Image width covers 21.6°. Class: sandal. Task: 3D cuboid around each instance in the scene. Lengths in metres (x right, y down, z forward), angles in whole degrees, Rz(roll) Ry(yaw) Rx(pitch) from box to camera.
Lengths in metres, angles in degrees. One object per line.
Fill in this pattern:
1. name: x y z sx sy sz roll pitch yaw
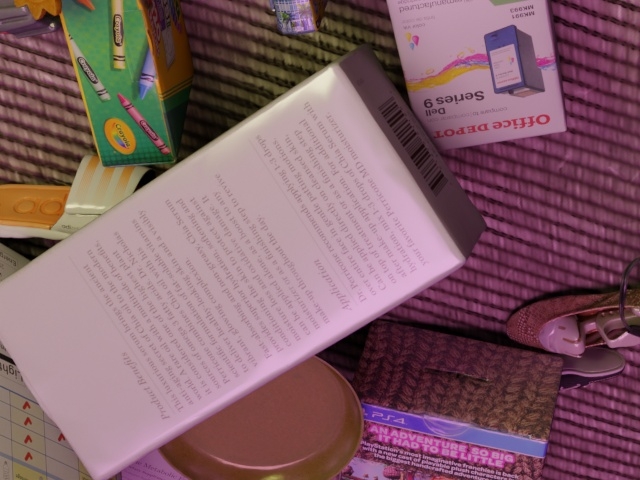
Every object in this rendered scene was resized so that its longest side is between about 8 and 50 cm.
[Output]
1. sandal: -0.269 -0.048 1.817 0.265 0.102 0.076 1 131 7

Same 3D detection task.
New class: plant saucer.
1. plant saucer: -0.071 0.192 1.865 0.241 0.037 0.241 1 128 2

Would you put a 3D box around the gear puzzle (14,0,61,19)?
1. gear puzzle: -0.331 -0.323 1.517 0.339 0.044 0.175 40 133 22

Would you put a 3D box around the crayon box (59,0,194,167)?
1. crayon box: -0.193 -0.230 1.620 0.081 0.165 0.278 -5 129 7

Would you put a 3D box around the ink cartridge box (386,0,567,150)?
1. ink cartridge box: 0.155 -0.203 1.663 0.154 0.093 0.212 -7 130 9

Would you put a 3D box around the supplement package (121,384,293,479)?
1. supplement package: -0.139 0.189 1.979 0.139 0.134 0.244 23 127 -14

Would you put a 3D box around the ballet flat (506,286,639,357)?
1. ballet flat: 0.312 0.097 1.912 0.206 0.067 0.073 -14 127 15

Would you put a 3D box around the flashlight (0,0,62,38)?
1. flashlight: -0.391 -0.236 1.645 0.304 0.103 0.103 -6 174 27

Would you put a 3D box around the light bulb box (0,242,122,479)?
1. light bulb box: -0.405 0.196 1.796 0.225 0.361 0.358 -24 144 24

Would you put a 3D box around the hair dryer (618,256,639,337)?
1. hair dryer: 0.466 0.103 1.881 0.223 0.080 0.293 -25 112 6

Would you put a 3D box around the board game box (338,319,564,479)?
1. board game box: 0.148 0.265 1.991 0.232 0.141 0.291 12 130 9

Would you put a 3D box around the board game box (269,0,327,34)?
1. board game box: -0.039 -0.310 1.556 0.060 0.194 0.194 -9 114 10

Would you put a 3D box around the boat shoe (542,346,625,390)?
1. boat shoe: 0.299 0.156 1.976 0.125 0.046 0.038 -9 128 15

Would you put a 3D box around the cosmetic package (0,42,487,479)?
1. cosmetic package: -0.089 0.024 1.671 0.453 0.161 0.230 -31 95 18
